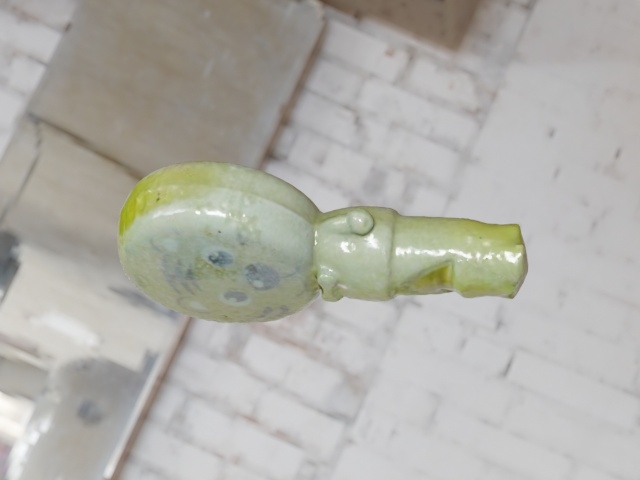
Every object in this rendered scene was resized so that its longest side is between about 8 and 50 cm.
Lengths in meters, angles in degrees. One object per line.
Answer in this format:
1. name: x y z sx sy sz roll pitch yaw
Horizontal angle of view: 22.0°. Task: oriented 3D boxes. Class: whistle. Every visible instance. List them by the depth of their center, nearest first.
1. whistle: 0.000 0.000 0.788 0.198 0.057 0.104 1 148 11
